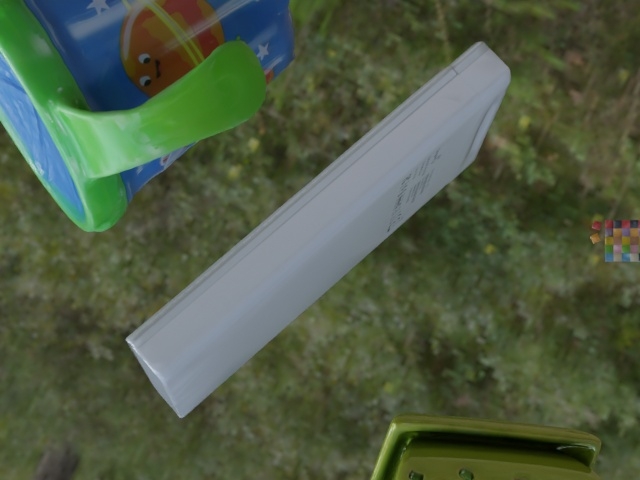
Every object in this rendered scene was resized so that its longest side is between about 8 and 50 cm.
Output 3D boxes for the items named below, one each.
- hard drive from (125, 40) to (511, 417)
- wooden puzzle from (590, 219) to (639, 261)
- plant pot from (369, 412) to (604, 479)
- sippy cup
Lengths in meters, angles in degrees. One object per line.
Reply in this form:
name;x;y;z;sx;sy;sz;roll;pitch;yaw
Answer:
hard drive;0.000;0.000;0.971;0.040;0.307;0.203;48;169;10
wooden puzzle;0.362;0.000;1.614;0.083;0.049;0.006;-1;-179;19
plant pot;0.142;0.281;1.189;0.228;0.227;0.207;7;-143;-9
sippy cup;-0.150;-0.161;1.083;0.305;0.224;0.240;51;163;20
